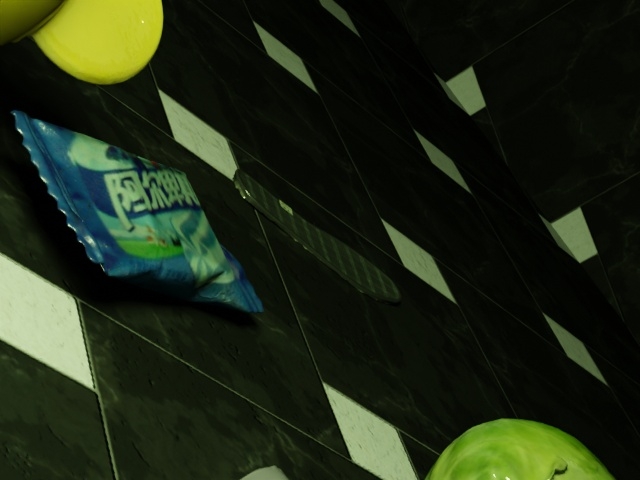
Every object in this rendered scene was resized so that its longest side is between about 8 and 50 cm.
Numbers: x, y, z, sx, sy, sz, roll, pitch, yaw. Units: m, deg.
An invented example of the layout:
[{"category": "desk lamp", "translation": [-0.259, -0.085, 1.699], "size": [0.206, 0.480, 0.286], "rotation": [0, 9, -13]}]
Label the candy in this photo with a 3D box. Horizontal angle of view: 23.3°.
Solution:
[{"category": "candy", "translation": [-0.170, -0.019, 1.474], "size": [0.187, 0.077, 0.331], "rotation": [56, 16, 23]}]

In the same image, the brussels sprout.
[{"category": "brussels sprout", "translation": [0.191, 0.278, 1.455], "size": [0.244, 0.244, 0.244], "rotation": [42, 16, -15]}]

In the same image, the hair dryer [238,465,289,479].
[{"category": "hair dryer", "translation": [0.081, 0.341, 1.249], "size": [0.301, 0.121, 0.361], "rotation": [48, 4, 39]}]

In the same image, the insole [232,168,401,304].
[{"category": "insole", "translation": [0.000, 0.000, 1.983], "size": [0.309, 0.012, 0.110], "rotation": [37, 19, -31]}]

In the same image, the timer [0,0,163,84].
[{"category": "timer", "translation": [-0.326, -0.271, 1.281], "size": [0.376, 0.376, 0.387], "rotation": [-62, 130, -74]}]
